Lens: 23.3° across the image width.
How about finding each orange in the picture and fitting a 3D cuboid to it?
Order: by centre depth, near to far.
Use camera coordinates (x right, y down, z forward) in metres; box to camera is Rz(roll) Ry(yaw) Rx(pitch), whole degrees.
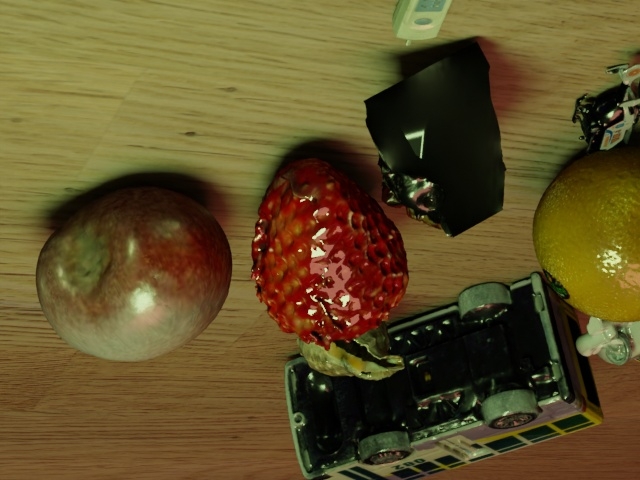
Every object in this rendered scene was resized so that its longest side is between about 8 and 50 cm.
[{"bbox_3d":[0.372,-0.006,1.925,0.236,0.236,0.236,-8,155,-4],"label":"orange"}]

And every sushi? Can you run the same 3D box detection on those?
[{"bbox_3d":[0.128,-0.095,1.715,0.153,0.172,0.150,-29,-179,-13],"label":"sushi"}]

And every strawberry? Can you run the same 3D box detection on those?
[{"bbox_3d":[0.000,0.000,1.861,0.205,0.205,0.244,-11,144,3],"label":"strawberry"}]

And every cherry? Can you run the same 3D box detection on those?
[{"bbox_3d":[-0.209,0.049,1.860,0.239,0.206,0.239,-12,144,-9],"label":"cherry"}]

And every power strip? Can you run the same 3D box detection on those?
[{"bbox_3d":[0.109,-0.249,1.545,0.048,0.030,0.191,-2,154,-12],"label":"power strip"}]

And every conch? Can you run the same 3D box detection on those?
[{"bbox_3d":[0.035,0.143,2.216,0.155,0.207,0.130,21,98,-38],"label":"conch"}]

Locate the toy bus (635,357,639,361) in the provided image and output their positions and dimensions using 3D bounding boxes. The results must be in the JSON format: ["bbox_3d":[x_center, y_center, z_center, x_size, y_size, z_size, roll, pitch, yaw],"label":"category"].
[{"bbox_3d":[0.516,0.162,2.528,0.058,0.052,0.102,-24,153,27],"label":"toy bus"}]

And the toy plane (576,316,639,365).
[{"bbox_3d":[0.497,0.104,2.317,0.267,0.122,0.267,-23,164,-7],"label":"toy plane"}]

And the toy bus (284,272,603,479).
[{"bbox_3d":[0.188,0.234,2.388,0.440,0.209,0.249,-21,154,20],"label":"toy bus"}]

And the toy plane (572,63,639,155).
[{"bbox_3d":[0.345,-0.155,1.808,0.078,0.053,0.197,-14,157,-8],"label":"toy plane"}]
